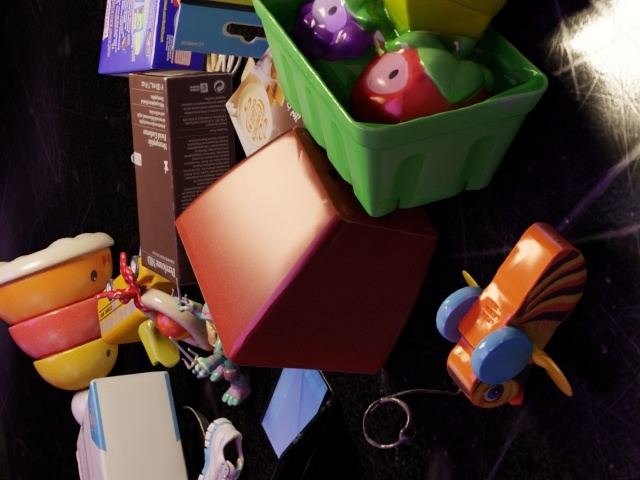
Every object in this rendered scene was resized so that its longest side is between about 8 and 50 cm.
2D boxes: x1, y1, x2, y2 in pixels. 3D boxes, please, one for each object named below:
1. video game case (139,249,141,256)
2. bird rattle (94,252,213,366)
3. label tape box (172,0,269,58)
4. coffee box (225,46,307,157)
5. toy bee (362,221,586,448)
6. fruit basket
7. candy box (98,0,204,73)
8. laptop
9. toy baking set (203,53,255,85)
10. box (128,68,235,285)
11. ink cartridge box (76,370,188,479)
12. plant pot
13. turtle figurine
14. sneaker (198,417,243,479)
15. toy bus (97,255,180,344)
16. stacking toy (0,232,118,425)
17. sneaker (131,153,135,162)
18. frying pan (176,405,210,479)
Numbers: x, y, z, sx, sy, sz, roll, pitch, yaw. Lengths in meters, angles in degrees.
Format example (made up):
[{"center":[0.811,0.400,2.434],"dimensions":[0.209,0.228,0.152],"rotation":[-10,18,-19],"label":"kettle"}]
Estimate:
[{"center":[-0.341,-0.060,2.100],"dimensions":[0.212,0.023,0.193],"rotation":[-27,58,57],"label":"video game case"},{"center":[-0.302,0.135,1.908],"dimensions":[0.207,0.143,0.253],"rotation":[15,145,33],"label":"bird rattle"},{"center":[-0.107,-0.463,1.492],"dimensions":[0.115,0.249,0.348],"rotation":[41,125,52],"label":"label tape box"},{"center":[-0.038,-0.219,1.506],"dimensions":[0.246,0.098,0.141],"rotation":[-39,71,53],"label":"coffee box"},{"center":[0.198,0.119,1.114],"dimensions":[0.298,0.162,0.195],"rotation":[-34,50,27],"label":"toy bee"},{"center":[0.100,-0.270,1.161],"dimensions":[0.392,0.282,0.392],"rotation":[165,90,-72],"label":"fruit basket"},{"center":[-0.343,-0.473,2.015],"dimensions":[0.317,0.122,0.268],"rotation":[14,98,57],"label":"candy box"},{"center":[-0.079,0.317,1.573],"dimensions":[0.136,0.264,0.234],"rotation":[30,124,14],"label":"laptop"},{"center":[-0.198,-0.290,1.869],"dimensions":[0.256,0.030,0.197],"rotation":[27,114,57],"label":"toy baking set"},{"center":[-0.255,-0.125,1.826],"dimensions":[0.191,0.143,0.382],"rotation":[18,115,57],"label":"box"},{"center":[-0.401,0.483,2.047],"dimensions":[0.395,0.166,0.286],"rotation":[121,139,-56],"label":"ink cartridge box"},{"center":[0.000,0.000,1.338],"dimensions":[0.236,0.267,0.267],"rotation":[-53,46,30],"label":"plant pot"},{"center":[-0.190,0.178,1.739],"dimensions":[0.175,0.118,0.234],"rotation":[-103,-3,-51],"label":"turtle figurine"},{"center":[-0.180,0.435,1.822],"dimensions":[0.083,0.071,0.191],"rotation":[14,103,53],"label":"sneaker"},{"center":[-0.389,0.128,2.130],"dimensions":[0.332,0.108,0.130],"rotation":[-32,64,56],"label":"toy bus"},{"center":[-0.610,0.244,2.410],"dimensions":[0.350,0.350,0.480],"rotation":[-14,97,59],"label":"stacking toy"},{"center":[-0.372,-0.187,2.136],"dimensions":[0.158,0.064,0.061],"rotation":[-20,73,59],"label":"sneaker"},{"center":[-0.226,0.474,1.913],"dimensions":[0.326,0.053,0.197],"rotation":[60,141,39],"label":"frying pan"}]
